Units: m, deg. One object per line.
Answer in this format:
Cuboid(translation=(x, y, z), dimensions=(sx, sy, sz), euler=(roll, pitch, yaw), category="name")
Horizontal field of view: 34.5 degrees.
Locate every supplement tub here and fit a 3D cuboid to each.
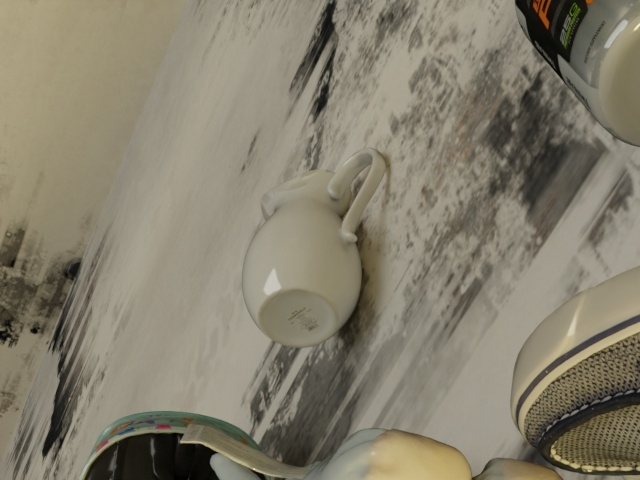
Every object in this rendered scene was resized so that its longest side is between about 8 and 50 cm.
Cuboid(translation=(0.206, -0.155, 0.708), dimensions=(0.117, 0.117, 0.190), euler=(-62, 26, 26), category="supplement tub")

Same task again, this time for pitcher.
Cuboid(translation=(0.000, 0.000, 1.098), dimensions=(0.178, 0.125, 0.207), euler=(-40, 26, 29), category="pitcher")

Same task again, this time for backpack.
Cuboid(translation=(-0.155, 0.307, 1.082), dimensions=(0.191, 0.225, 0.253), euler=(-126, 43, -82), category="backpack")

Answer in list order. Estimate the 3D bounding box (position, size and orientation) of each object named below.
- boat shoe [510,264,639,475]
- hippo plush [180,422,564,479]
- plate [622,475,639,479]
Cuboid(translation=(0.199, 0.086, 0.432), dimensions=(0.340, 0.127, 0.158), euler=(-42, 33, 52), category="boat shoe")
Cuboid(translation=(0.033, 0.246, 0.596), dimensions=(0.234, 0.294, 0.236), euler=(81, -159, -68), category="hippo plush")
Cuboid(translation=(0.271, 0.076, 0.499), dimensions=(0.278, 0.045, 0.277), euler=(-63, 26, 23), category="plate")
